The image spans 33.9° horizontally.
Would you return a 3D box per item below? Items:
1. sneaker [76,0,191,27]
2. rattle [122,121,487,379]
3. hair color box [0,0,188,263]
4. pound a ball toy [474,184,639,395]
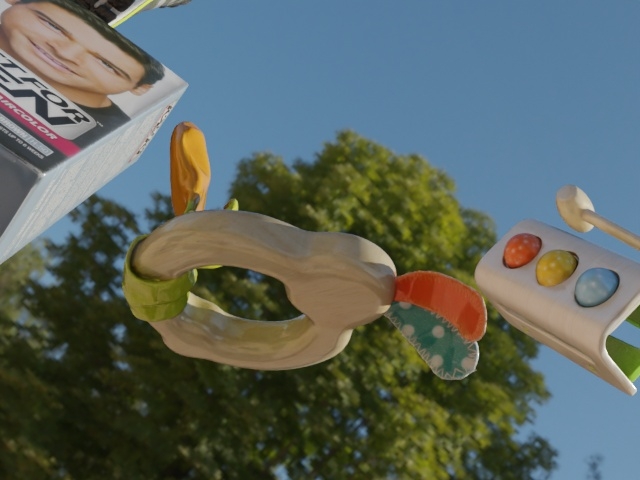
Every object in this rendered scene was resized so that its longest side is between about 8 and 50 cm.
[{"bbox_3d":[-0.195,-0.287,1.160,0.111,0.300,0.121,62,-4,12],"label":"sneaker"},{"bbox_3d":[0.000,0.000,0.589,0.200,0.143,0.130,-8,-58,21],"label":"rattle"},{"bbox_3d":[-0.266,-0.117,0.913,0.185,0.113,0.374,36,19,-4],"label":"hair color box"},{"bbox_3d":[0.335,0.030,1.330,0.136,0.208,0.319,48,-6,-27],"label":"pound a ball toy"}]
